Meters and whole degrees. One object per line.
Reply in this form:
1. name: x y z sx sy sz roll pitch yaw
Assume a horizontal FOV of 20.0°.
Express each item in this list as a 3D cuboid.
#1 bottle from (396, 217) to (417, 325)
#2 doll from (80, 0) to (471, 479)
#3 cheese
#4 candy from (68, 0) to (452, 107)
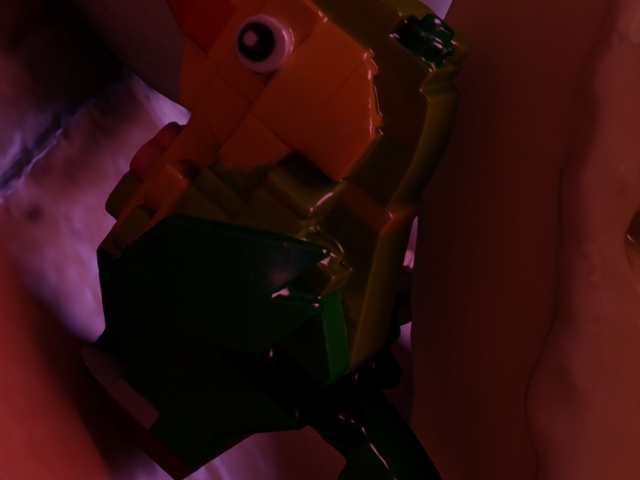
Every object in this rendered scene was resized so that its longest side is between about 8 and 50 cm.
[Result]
1. bottle: 0.025 -0.020 0.923 0.053 0.053 0.140 48 25 -39
2. doll: -0.008 -0.002 0.621 0.106 0.134 0.186 -19 120 -67
3. cheese: 0.153 0.103 0.703 0.104 0.384 0.384 18 -29 55
4. candy: -0.034 -0.160 0.759 0.295 0.185 0.295 48 8 -9
